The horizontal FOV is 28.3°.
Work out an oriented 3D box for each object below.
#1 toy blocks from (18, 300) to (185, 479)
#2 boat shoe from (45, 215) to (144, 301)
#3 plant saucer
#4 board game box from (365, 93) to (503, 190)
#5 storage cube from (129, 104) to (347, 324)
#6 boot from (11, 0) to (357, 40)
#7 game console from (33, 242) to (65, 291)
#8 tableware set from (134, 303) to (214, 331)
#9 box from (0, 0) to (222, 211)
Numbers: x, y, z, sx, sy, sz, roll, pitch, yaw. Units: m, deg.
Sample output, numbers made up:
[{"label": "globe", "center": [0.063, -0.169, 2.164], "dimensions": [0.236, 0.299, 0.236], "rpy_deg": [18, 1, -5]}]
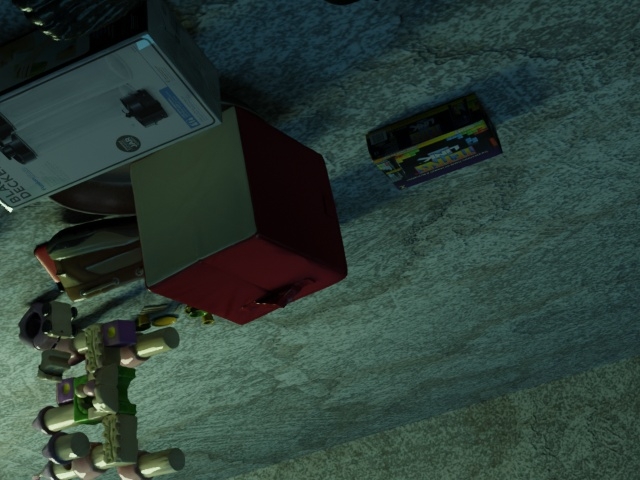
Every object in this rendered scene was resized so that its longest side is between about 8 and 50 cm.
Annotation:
[{"label": "toy blocks", "center": [-0.432, 0.281, 2.208], "dimensions": [0.260, 0.288, 0.309], "rpy_deg": [-17, 158, 36]}, {"label": "boat shoe", "center": [-0.229, 0.015, 1.840], "dimensions": [0.324, 0.120, 0.122], "rpy_deg": [-11, -171, 5]}, {"label": "plant saucer", "center": [-0.217, -0.121, 1.650], "dimensions": [0.311, 0.050, 0.310], "rpy_deg": [-13, 160, -5]}, {"label": "board game box", "center": [0.168, -0.140, 1.848], "dimensions": [0.170, 0.048, 0.141], "rpy_deg": [-20, 157, 15]}, {"label": "storage cube", "center": [-0.104, -0.026, 1.613], "dimensions": [0.184, 0.215, 0.193], "rpy_deg": [-25, 150, 27]}, {"label": "boot", "center": [-0.108, -0.267, 1.195], "dimensions": [0.260, 0.131, 0.348], "rpy_deg": [-28, 157, 24]}, {"label": "game console", "center": [-0.348, 0.016, 1.960], "dimensions": [0.144, 0.085, 0.124], "rpy_deg": [-18, -170, 12]}, {"label": "tableware set", "center": [-0.266, 0.145, 2.322], "dimensions": [0.154, 0.024, 0.104], "rpy_deg": [-4, 157, -26]}, {"label": "box", "center": [-0.275, -0.155, 1.415], "dimensions": [0.290, 0.087, 0.169], "rpy_deg": [-20, 141, 15]}]
